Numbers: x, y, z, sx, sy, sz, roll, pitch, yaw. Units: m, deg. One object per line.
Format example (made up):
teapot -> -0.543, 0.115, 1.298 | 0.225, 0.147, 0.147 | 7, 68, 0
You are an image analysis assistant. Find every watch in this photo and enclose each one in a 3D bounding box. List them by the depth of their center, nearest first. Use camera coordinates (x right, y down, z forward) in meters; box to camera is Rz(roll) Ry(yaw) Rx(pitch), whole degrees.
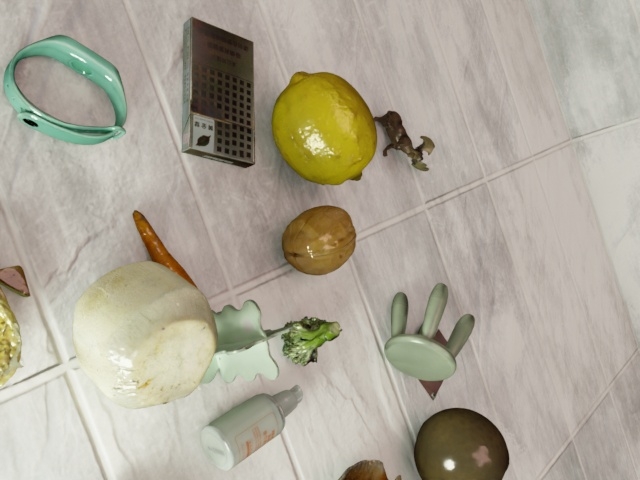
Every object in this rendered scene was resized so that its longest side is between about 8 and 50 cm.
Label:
watch -> -0.480, -0.285, 1.236 | 0.237, 0.068, 0.195 | 30, 61, -34

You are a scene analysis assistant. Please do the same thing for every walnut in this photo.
walnut -> 0.000, 0.000, 1.555 | 0.197, 0.165, 0.165 | -28, 98, -52

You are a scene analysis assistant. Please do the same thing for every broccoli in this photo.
broccoli -> -0.011, 0.217, 1.457 | 0.122, 0.204, 0.118 | 19, 64, -23

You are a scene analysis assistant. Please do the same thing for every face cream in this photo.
face cream -> -0.130, 0.383, 1.366 | 0.252, 0.101, 0.101 | -23, 95, -45

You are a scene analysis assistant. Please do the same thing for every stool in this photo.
stool -> 0.290, 0.249, 1.738 | 0.195, 0.195, 0.198 | 44, 51, -26

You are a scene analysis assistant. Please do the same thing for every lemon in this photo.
lemon -> 0.007, -0.274, 1.570 | 0.284, 0.261, 0.260 | 44, 52, -34

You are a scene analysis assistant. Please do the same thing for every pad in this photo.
pad -> 0.343, 0.365, 1.887 | 0.113, 0.006, 0.187 | 54, 48, -18

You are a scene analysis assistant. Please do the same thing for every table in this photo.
table -> -0.166, 0.209, 1.309 | 0.167, 0.198, 0.166 | 14, 69, -41

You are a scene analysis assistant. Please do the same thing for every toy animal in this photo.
toy animal -> 0.258, -0.298, 1.925 | 0.186, 0.094, 0.214 | -24, 87, -53

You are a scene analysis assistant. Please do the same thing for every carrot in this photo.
carrot -> -0.314, 0.048, 1.312 | 0.061, 0.061, 0.256 | -35, 101, -43

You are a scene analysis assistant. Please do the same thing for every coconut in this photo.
coconut -> -0.324, 0.168, 1.157 | 0.245, 0.247, 0.244 | -22, 123, -37

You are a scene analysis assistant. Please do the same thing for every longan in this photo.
longan -> 0.377, 0.570, 1.696 | 0.258, 0.258, 0.258 | 13, 70, -41

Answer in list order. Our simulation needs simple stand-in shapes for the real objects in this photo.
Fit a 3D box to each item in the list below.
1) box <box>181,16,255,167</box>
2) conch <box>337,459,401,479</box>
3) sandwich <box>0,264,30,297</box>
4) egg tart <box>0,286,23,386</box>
box -> -0.237, -0.343, 1.497 | 0.180, 0.047, 0.324 | 10, 71, -41
conch -> 0.091, 0.671, 1.442 | 0.297, 0.210, 0.352 | 52, 16, -18
sandwich -> -0.537, 0.063, 1.112 | 0.083, 0.031, 0.044 | 41, 56, -28
egg tart -> -0.593, 0.148, 0.997 | 0.252, 0.098, 0.231 | 40, 61, -24
